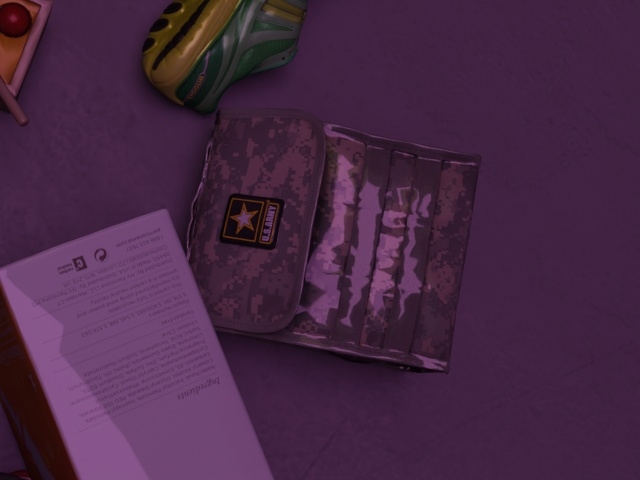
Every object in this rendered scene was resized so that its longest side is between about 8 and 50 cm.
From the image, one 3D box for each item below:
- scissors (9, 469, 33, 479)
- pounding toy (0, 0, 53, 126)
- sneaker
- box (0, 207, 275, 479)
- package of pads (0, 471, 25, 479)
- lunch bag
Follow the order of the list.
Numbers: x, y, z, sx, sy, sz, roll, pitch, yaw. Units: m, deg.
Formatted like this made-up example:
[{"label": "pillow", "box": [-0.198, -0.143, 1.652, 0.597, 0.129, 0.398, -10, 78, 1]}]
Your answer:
[{"label": "scissors", "box": [-0.281, 0.367, 1.179, 0.109, 0.021, 0.297, -21, 90, -23]}, {"label": "pounding toy", "box": [-0.334, -0.190, 1.195, 0.130, 0.100, 0.141, 21, 76, -14]}, {"label": "sneaker", "box": [-0.063, -0.258, 1.288, 0.295, 0.109, 0.123, -44, 136, -2]}, {"label": "box", "box": [-0.184, 0.173, 1.126, 0.168, 0.215, 0.345, -22, 89, -26]}, {"label": "package of pads", "box": [-0.397, 0.243, 1.032, 0.296, 0.229, 0.101, 5, 80, -13]}, {"label": "lunch bag", "box": [0.000, 0.000, 1.250, 0.287, 0.169, 0.235, 12, 82, -9]}]
